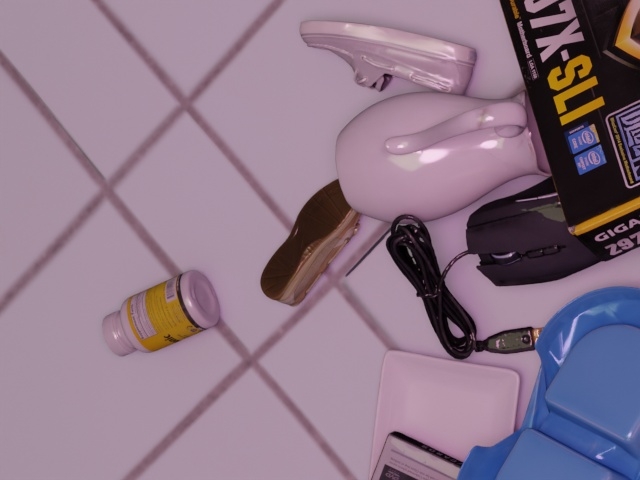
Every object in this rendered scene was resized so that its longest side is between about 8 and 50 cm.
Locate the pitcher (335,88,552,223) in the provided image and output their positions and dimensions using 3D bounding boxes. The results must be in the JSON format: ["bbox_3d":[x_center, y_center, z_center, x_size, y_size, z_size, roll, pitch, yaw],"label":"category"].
[{"bbox_3d":[0.114,-0.090,1.610,0.207,0.178,0.126,-11,77,22],"label":"pitcher"}]

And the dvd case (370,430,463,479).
[{"bbox_3d":[0.107,0.332,1.675,0.179,0.029,0.239,23,99,20],"label":"dvd case"}]

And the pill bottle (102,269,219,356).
[{"bbox_3d":[-0.170,0.080,1.794,0.116,0.065,0.065,-23,83,22],"label":"pill bottle"}]

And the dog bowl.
[{"bbox_3d":[0.247,0.188,1.572,0.166,0.074,0.297,26,82,35],"label":"dog bowl"}]

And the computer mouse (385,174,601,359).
[{"bbox_3d":[0.207,0.031,1.606,0.262,0.060,0.184,-17,120,12],"label":"computer mouse"}]

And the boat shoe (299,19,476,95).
[{"bbox_3d":[0.063,-0.179,1.695,0.184,0.066,0.063,12,96,12],"label":"boat shoe"}]

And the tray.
[{"bbox_3d":[0.119,0.250,1.700,0.145,0.030,0.270,8,95,23],"label":"tray"}]

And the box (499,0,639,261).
[{"bbox_3d":[0.308,-0.172,1.511,0.257,0.079,0.322,-27,54,23],"label":"box"}]

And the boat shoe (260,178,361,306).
[{"bbox_3d":[0.001,0.002,1.737,0.153,0.048,0.056,-55,49,8],"label":"boat shoe"}]
